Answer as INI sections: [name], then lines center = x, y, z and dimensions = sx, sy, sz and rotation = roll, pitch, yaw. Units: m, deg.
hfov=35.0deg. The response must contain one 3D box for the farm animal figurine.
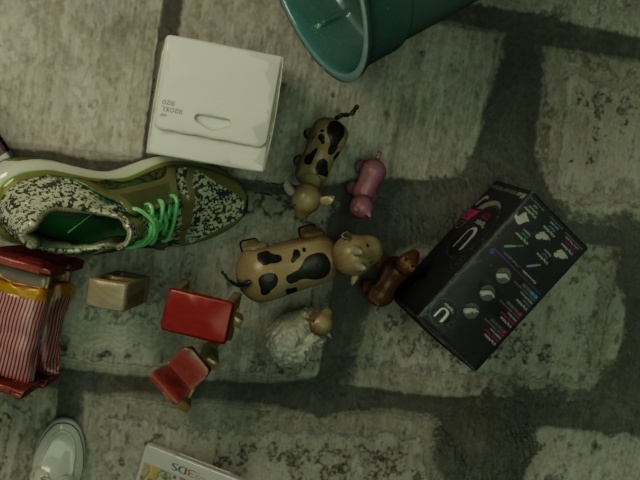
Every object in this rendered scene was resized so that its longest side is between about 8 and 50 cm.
[farm animal figurine]
center = 0.000, 0.000, 1.592
dimensions = 0.327, 0.172, 0.330
rotation = -31, 103, -5

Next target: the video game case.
[video game case]
center = -0.220, 0.468, 1.649
dimensions = 0.206, 0.026, 0.227
rotation = 18, 96, 15

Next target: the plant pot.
[plant pot]
center = 0.124, -0.453, 1.486
dimensions = 0.334, 0.341, 0.341
rotation = -26, 102, -14

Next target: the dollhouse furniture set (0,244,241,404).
[dollhouse furniture set]
center = -0.326, 0.142, 1.505
dimensions = 0.374, 0.152, 0.201
rotation = 13, 95, 7

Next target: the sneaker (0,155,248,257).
[sneaker]
center = -0.283, -0.025, 1.492
dimensions = 0.410, 0.182, 0.158
rotation = -4, 118, -29

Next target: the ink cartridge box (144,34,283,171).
[ink cartridge box]
center = -0.164, -0.202, 1.499
dimensions = 0.171, 0.232, 0.168
rotation = 8, 97, -13

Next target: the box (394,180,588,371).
[box]
center = 0.270, 0.053, 1.656
dimensions = 0.143, 0.165, 0.270
rotation = 43, 88, -14

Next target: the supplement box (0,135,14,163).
[supplement box]
center = -0.564, -0.186, 1.459
dimensions = 0.130, 0.073, 0.239
rotation = -32, 104, -6

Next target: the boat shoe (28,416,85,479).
[boat shoe]
center = -0.425, 0.398, 1.618
dimensions = 0.083, 0.076, 0.226
rotation = 11, 96, -13

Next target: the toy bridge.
[toy bridge]
center = -0.178, 0.186, 1.639
dimensions = 0.026, 0.063, 0.188
rotation = 30, 100, -13
